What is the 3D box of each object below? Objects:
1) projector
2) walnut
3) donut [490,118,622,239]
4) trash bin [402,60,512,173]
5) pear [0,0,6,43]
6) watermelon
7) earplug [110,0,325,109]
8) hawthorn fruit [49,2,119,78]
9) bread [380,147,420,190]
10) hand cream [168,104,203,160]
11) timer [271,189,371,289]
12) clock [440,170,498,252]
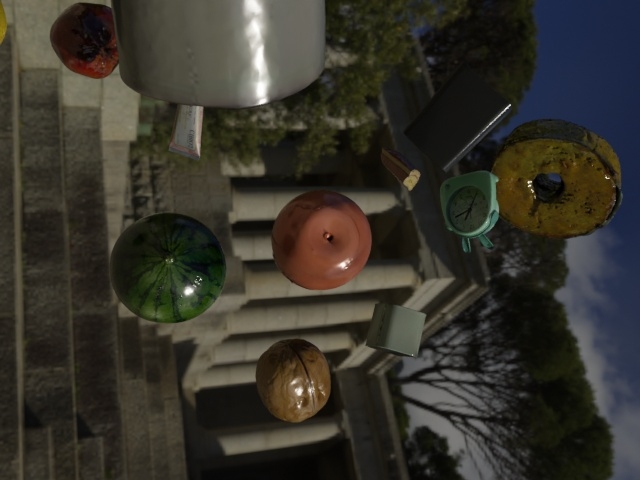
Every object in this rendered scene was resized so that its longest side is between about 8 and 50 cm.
[{"bbox_3d":[0.137,0.164,1.331,0.083,0.083,0.082,163,-56,-69],"label":"projector"},{"bbox_3d":[-0.060,0.310,1.626,0.167,0.167,0.207,-120,-161,-53],"label":"walnut"},{"bbox_3d":[0.451,-0.127,1.405,0.107,0.272,0.272,-65,-177,-32],"label":"donut"},{"bbox_3d":[0.337,-0.300,1.818,0.225,0.165,0.115,-47,173,10],"label":"trash bin"},{"bbox_3d":[-0.721,-0.411,1.308,0.336,0.284,0.285,-121,-147,-42],"label":"pear"},{"bbox_3d":[-0.316,0.057,1.519,0.242,0.242,0.243,178,-90,-71],"label":"watermelon"},{"bbox_3d":[-0.145,-0.419,1.006,0.313,0.312,0.394,-118,-157,-51],"label":"earplug"},{"bbox_3d":[-0.575,-0.500,1.800,0.202,0.185,0.185,34,-54,41],"label":"hawthorn fruit"},{"bbox_3d":[0.264,-0.221,2.303,0.067,0.119,0.192,-42,-141,6],"label":"bread"},{"bbox_3d":[-0.255,-0.255,1.414,0.043,0.067,0.210,-67,173,-55],"label":"hand cream"},{"bbox_3d":[0.000,0.000,1.655,0.215,0.229,0.230,155,-68,-77],"label":"timer"},{"bbox_3d":[0.260,-0.048,1.254,0.101,0.041,0.135,-10,-102,37],"label":"clock"}]
